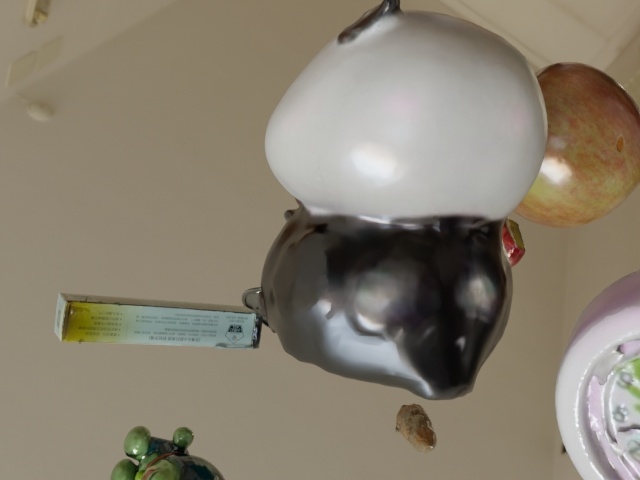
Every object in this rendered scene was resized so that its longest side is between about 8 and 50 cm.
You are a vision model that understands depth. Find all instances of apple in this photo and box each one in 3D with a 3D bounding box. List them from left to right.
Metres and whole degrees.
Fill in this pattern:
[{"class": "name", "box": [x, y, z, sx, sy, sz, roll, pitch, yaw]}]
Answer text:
[{"class": "apple", "box": [0.284, -0.108, 0.798, 0.174, 0.188, 0.188, 45, -140, 0]}]

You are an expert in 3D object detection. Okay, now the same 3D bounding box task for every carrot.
[{"class": "carrot", "box": [0.264, 0.507, 1.796, 0.101, 0.102, 0.263, 33, 179, -3]}]

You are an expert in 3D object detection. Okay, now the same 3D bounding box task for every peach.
[{"class": "peach", "box": [0.308, -0.001, 1.136, 0.050, 0.077, 0.083, 28, -99, -19]}]

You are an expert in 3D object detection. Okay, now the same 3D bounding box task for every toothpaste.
[{"class": "toothpaste", "box": [-0.248, 0.127, 1.072, 0.312, 0.089, 0.071, 7, -90, -29]}]

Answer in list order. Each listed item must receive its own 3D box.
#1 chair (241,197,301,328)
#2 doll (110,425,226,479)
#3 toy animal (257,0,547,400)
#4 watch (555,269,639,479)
[{"class": "chair", "box": [0.000, 0.000, 1.509, 0.226, 0.226, 0.401, 27, -120, -11]}, {"class": "doll", "box": [-0.269, 0.472, 1.249, 0.186, 0.199, 0.322, 19, -169, -29]}, {"class": "toy animal", "box": [0.057, -0.034, 0.462, 0.187, 0.235, 0.165, -2, -168, -32]}, {"class": "watch", "box": [0.263, 0.043, 0.362, 0.196, 0.244, 0.231, 27, -151, 31]}]
